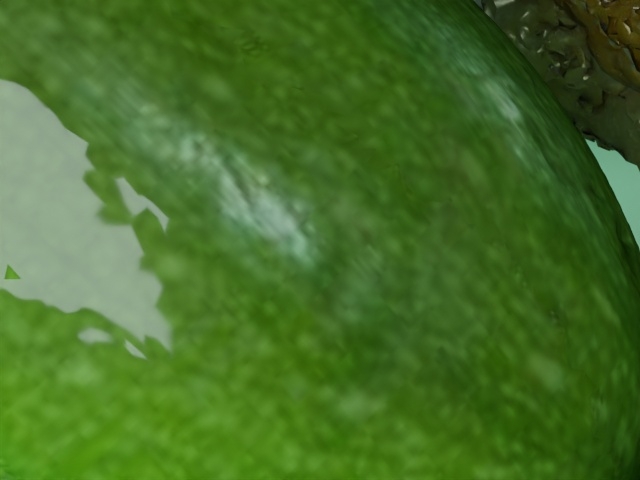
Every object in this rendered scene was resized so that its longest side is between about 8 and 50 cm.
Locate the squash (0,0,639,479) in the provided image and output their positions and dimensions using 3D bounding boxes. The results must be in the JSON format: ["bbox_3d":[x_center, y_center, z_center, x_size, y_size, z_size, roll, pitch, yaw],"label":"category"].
[{"bbox_3d":[-0.043,0.029,0.550,0.309,0.310,0.310,45,117,11],"label":"squash"}]

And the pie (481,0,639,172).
[{"bbox_3d":[0.196,-0.122,0.534,0.308,0.085,0.308,2,93,32],"label":"pie"}]
